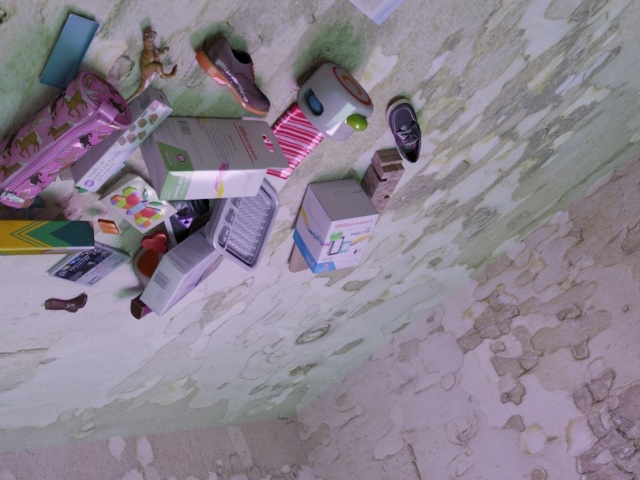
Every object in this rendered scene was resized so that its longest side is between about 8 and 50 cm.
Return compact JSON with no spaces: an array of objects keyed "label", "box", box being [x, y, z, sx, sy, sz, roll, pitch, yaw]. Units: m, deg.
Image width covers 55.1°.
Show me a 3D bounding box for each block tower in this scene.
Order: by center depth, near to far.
[{"label":"block tower","box":[0.200,-0.183,2.246,0.097,0.091,0.336,-11,147,-24]}]

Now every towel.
[{"label":"towel","box":[-0.093,-0.297,1.884,0.198,0.031,0.275,12,133,-48]}]

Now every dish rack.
[{"label":"dish rack","box":[-0.251,-0.070,1.940,0.072,0.286,0.333,13,166,22]}]

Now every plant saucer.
[{"label":"plant saucer","box":[-0.550,-0.411,1.339,0.067,0.018,0.192,6,137,-44]}]

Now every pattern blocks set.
[{"label":"pattern blocks set","box":[-0.519,-0.101,1.754,0.324,0.026,0.285,30,119,-34]}]

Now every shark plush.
[{"label":"shark plush","box":[-0.773,-0.128,1.613,0.067,0.073,0.161,-39,144,-30]}]

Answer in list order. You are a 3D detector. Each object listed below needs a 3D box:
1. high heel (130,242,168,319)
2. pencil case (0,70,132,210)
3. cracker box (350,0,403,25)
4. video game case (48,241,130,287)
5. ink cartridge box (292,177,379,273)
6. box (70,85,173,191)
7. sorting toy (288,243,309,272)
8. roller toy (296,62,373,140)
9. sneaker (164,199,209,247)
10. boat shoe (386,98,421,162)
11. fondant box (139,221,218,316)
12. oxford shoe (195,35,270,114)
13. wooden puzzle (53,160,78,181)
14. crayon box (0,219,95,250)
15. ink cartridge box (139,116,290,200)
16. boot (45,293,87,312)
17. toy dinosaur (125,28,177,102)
[{"label":"high heel","box":[-0.557,0.108,2.138,0.181,0.127,0.377,-38,164,-50]},{"label":"pencil case","box":[-0.617,-0.228,1.419,0.386,0.167,0.160,-34,166,15]},{"label":"cracker box","box":[0.122,-0.637,1.463,0.155,0.067,0.232,-40,148,24]},{"label":"video game case","box":[-0.742,0.077,1.979,0.190,0.022,0.173,-34,151,16]},{"label":"ink cartridge box","box":[0.049,-0.054,2.198,0.198,0.197,0.270,-10,140,-27]},{"label":"box","box":[-0.509,-0.255,1.561,0.324,0.067,0.063,-41,148,17]},{"label":"sorting toy","box":[0.000,0.000,2.444,0.228,0.041,0.307,-11,141,-26]},{"label":"roller toy","box":[0.036,-0.378,1.692,0.191,0.209,0.146,38,118,-20]},{"label":"sneaker","box":[-0.410,-0.069,1.918,0.146,0.105,0.296,-15,145,-10]},{"label":"boat shoe","box":[0.288,-0.356,2.029,0.102,0.092,0.285,-26,151,0]},{"label":"fondant box","box":[-0.413,0.071,1.992,0.238,0.096,0.330,-51,176,38]},{"label":"oxford shoe","box":[-0.193,-0.410,1.553,0.098,0.097,0.271,-40,149,12]},{"label":"wooden puzzle","box":[-0.657,-0.186,1.626,0.116,0.014,0.079,-9,151,-28]},{"label":"crayon box","box":[-0.797,-0.005,1.645,0.318,0.081,0.202,-1,175,-39]},{"label":"ink cartridge box","box":[-0.283,-0.224,1.663,0.353,0.207,0.119,-5,144,-33]},{"label":"boot","box":[-0.865,0.210,2.085,0.106,0.037,0.114,-42,143,22]},{"label":"toy dinosaur","box":[-0.400,-0.402,1.448,0.112,0.064,0.212,10,128,-22]}]
